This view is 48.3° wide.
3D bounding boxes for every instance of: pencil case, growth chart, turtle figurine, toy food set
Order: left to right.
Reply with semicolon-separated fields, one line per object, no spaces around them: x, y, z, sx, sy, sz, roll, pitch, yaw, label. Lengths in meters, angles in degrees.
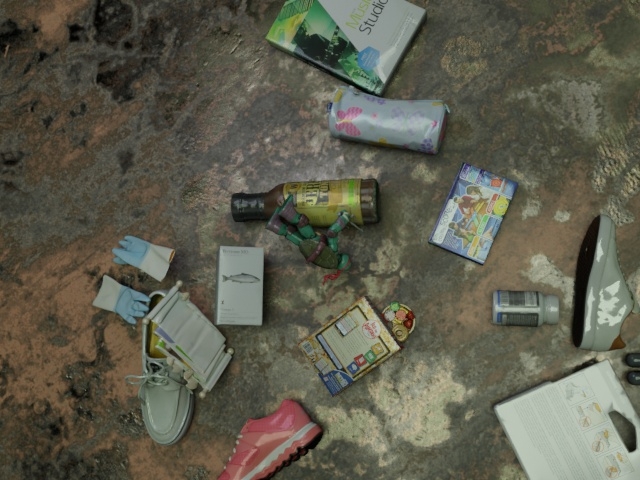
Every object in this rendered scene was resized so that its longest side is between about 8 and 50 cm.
-0.299;0.227;1.628;0.021;0.172;0.237;-28;103;43;growth chart
0.000;0.000;1.583;0.234;0.118;0.175;34;128;-13;turtle figurine
0.155;-0.277;1.644;0.273;0.113;0.124;12;83;12;pencil case
0.174;0.184;1.627;0.083;0.020;0.083;33;90;13;toy food set

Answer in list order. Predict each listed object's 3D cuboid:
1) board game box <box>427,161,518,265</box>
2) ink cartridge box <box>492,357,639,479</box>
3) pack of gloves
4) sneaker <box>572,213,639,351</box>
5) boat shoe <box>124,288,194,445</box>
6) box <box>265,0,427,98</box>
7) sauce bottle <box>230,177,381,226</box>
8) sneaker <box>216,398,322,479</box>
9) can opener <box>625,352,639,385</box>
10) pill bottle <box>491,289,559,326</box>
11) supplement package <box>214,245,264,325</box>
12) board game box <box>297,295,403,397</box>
0.345;-0.061;1.618;0.136;0.035;0.201;24;88;13;board game box
0.546;0.432;1.499;0.261;0.066;0.296;-26;79;7;ink cartridge box
-0.463;0.085;1.699;0.232;0.046;0.195;14;78;43;pack of gloves
0.616;0.092;1.521;0.123;0.106;0.290;6;92;2;sneaker
-0.369;0.292;1.650;0.136;0.156;0.366;2;83;12;boat shoe
0.060;-0.511;1.719;0.322;0.058;0.232;29;89;13;box
-0.036;-0.082;1.657;0.345;0.111;0.111;-3;82;10;sauce bottle
-0.150;0.480;1.622;0.314;0.116;0.136;-35;67;-2;sneaker
0.782;0.263;1.459;0.284;0.095;0.075;-2;82;11;can opener
0.443;0.148;1.550;0.137;0.078;0.078;1;83;11;pill bottle
-0.189;0.107;1.651;0.105;0.105;0.179;2;83;-11;supplement package
0.067;0.239;1.618;0.193;0.045;0.146;-37;78;12;board game box
